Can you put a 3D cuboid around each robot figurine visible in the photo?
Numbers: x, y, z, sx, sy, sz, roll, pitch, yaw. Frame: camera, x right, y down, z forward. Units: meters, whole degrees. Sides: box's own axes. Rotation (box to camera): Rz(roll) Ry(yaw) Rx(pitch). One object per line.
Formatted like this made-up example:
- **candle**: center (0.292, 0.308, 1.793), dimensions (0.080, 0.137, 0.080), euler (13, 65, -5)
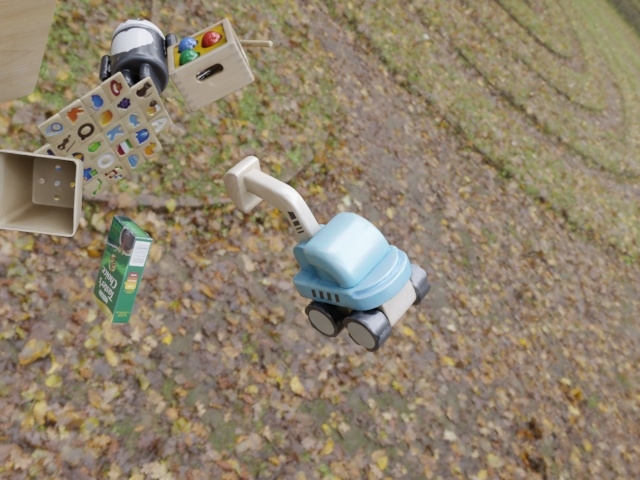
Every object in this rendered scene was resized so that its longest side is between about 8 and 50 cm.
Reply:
- **robot figurine**: center (-0.548, -0.545, 1.964), dimensions (0.209, 0.173, 0.278), euler (7, 51, -26)

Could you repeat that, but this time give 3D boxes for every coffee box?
- **coffee box**: center (-0.389, 0.057, 1.266), dimensions (0.040, 0.184, 0.113), euler (6, 21, -43)

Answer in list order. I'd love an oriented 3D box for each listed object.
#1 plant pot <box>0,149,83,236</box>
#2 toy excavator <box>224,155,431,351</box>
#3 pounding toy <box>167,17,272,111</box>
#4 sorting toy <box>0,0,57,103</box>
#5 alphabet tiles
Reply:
- **plant pot**: center (-0.391, -0.075, 0.928), dimensions (0.109, 0.109, 0.096), euler (7, 15, -6)
- **toy excavator**: center (0.000, 0.000, 1.567), dimensions (0.222, 0.433, 0.445), euler (-41, 120, -30)
- **pounding toy**: center (-0.186, -0.358, 1.201), dimensions (0.206, 0.181, 0.094), euler (-109, 172, -50)
- **sorting toy**: center (-0.596, -0.345, 1.105), dimensions (0.089, 0.255, 0.257), euler (40, 37, 6)
- **alphabet tiles**: center (-0.535, -0.253, 1.614), dimensions (0.342, 0.285, 0.011), euler (-39, 60, -14)
